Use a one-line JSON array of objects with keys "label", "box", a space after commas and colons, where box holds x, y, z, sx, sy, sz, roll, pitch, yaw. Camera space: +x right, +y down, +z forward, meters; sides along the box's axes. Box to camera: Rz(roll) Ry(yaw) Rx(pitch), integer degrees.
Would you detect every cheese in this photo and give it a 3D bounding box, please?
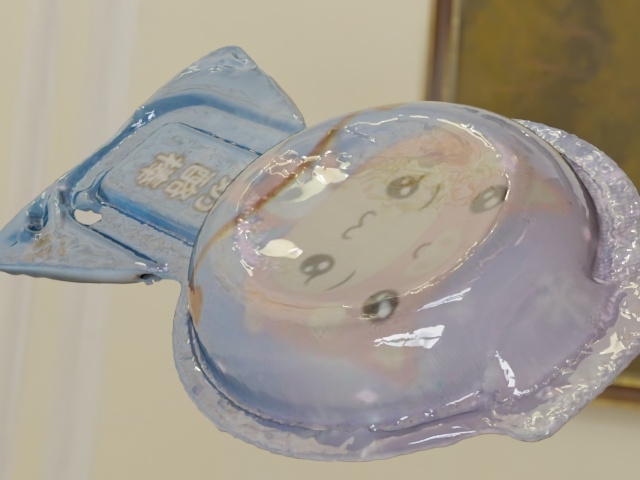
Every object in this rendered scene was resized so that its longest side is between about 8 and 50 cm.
[{"label": "cheese", "box": [0.000, 0.000, 0.589, 0.135, 0.244, 0.052, -42, -52, -21]}]
